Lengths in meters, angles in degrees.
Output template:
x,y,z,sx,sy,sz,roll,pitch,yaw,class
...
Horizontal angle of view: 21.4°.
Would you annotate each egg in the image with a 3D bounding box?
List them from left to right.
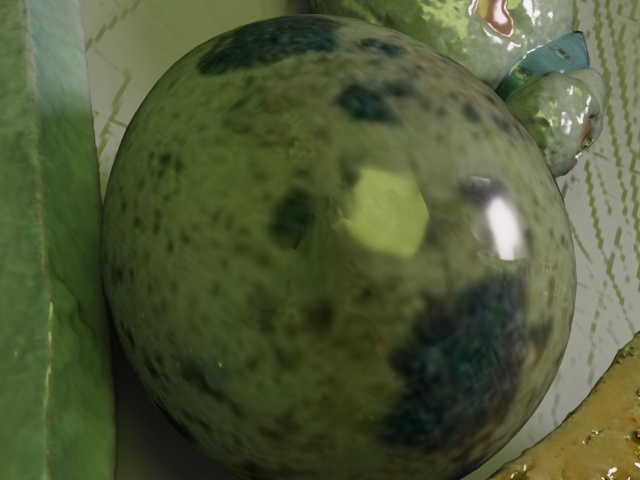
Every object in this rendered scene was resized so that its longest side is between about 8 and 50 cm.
x,y,z,sx,sy,sz,roll,pitch,yaw,class
0.000,0.000,0.525,0.141,0.141,0.182,-4,34,-22,egg

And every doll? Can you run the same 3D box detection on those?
x,y,z,sx,sy,sz,roll,pitch,yaw,class
0.046,-0.100,0.659,0.103,0.071,0.214,-3,47,-35,doll

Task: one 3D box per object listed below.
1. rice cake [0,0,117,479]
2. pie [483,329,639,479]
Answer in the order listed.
x,y,z,sx,sy,sz,roll,pitch,yaw,class
-0.106,0.030,0.531,0.081,0.051,0.290,-16,55,10,rice cake
0.077,0.127,0.502,0.128,0.068,0.282,51,55,0,pie
